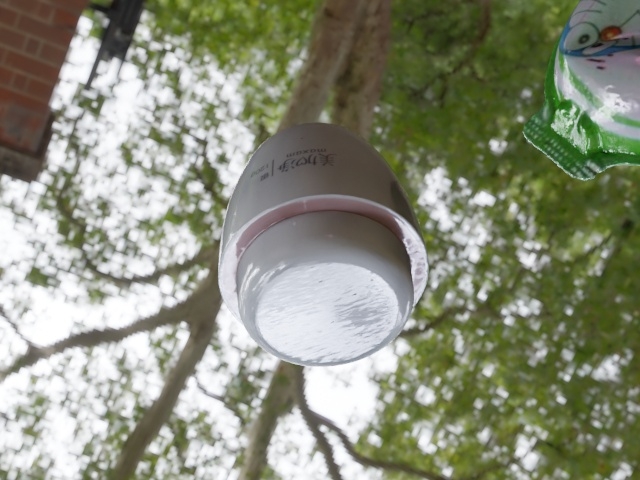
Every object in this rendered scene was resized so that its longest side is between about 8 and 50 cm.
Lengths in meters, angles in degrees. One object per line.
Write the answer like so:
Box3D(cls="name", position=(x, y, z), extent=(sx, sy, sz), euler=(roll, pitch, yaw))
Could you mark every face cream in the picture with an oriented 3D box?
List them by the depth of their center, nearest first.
Box3D(cls="face cream", position=(0.000, 0.000, 0.522), extent=(0.091, 0.091, 0.095), euler=(18, -142, -20))

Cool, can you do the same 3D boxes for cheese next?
Box3D(cls="cheese", position=(0.256, -0.149, 0.675), extent=(0.083, 0.320, 0.204), euler=(48, -176, -37))
